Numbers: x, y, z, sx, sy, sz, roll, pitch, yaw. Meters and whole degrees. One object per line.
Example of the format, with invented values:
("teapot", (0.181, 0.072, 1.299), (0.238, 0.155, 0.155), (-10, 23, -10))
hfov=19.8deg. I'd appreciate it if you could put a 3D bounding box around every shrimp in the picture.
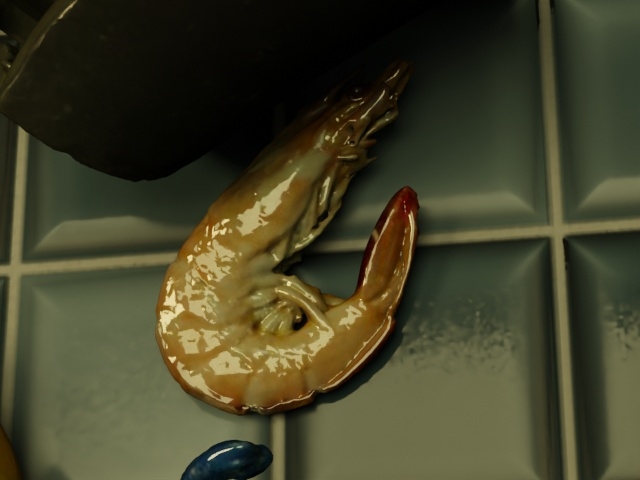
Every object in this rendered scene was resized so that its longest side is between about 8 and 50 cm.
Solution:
("shrimp", (-0.001, -0.001, 1.070), (0.133, 0.053, 0.236), (32, 82, 23))

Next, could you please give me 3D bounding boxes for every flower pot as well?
("flower pot", (-0.089, -0.191, 1.045), (0.379, 0.379, 0.251), (44, 104, 23))

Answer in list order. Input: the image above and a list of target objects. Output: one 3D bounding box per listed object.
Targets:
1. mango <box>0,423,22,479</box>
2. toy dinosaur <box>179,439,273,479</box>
("mango", (-0.284, 0.122, 1.051), (0.317, 0.119, 0.176), (37, 84, 32))
("toy dinosaur", (-0.116, 0.179, 0.952), (0.248, 0.188, 0.075), (-25, 67, 6))
